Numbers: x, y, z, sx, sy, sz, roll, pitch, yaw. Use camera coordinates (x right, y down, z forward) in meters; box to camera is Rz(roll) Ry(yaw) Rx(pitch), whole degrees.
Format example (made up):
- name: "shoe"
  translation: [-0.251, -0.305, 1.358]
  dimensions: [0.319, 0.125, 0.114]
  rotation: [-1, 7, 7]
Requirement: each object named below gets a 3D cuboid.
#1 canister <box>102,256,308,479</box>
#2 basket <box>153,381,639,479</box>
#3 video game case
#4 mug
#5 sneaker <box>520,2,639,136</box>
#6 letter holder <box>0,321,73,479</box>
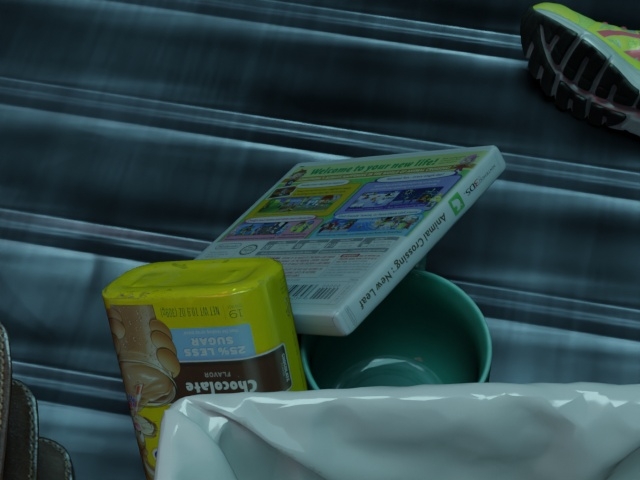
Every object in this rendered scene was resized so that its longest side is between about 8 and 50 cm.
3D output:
- name: "canister"
  translation: [-0.066, 0.101, 0.983]
  dimensions: [0.126, 0.170, 0.073]
  rotation: [-3, 19, 24]
- name: "basket"
  translation: [0.074, 0.277, 0.815]
  dimensions: [0.331, 0.266, 0.328]
  rotation: [0, 54, -2]
- name: "video game case"
  translation: [0.000, 0.000, 1.082]
  dimensions: [0.212, 0.023, 0.193]
  rotation: [-2, 34, 48]
- name: "mug"
  translation: [0.058, 0.090, 1.056]
  dimensions: [0.129, 0.097, 0.158]
  rotation: [35, 60, 23]
- name: "sneaker"
  translation: [0.261, -0.139, 1.244]
  dimensions: [0.208, 0.081, 0.094]
  rotation: [32, 59, 8]
- name: "letter holder"
  translation: [-0.237, 0.201, 0.900]
  dimensions: [0.214, 0.152, 0.301]
  rotation: [18, 50, -18]
